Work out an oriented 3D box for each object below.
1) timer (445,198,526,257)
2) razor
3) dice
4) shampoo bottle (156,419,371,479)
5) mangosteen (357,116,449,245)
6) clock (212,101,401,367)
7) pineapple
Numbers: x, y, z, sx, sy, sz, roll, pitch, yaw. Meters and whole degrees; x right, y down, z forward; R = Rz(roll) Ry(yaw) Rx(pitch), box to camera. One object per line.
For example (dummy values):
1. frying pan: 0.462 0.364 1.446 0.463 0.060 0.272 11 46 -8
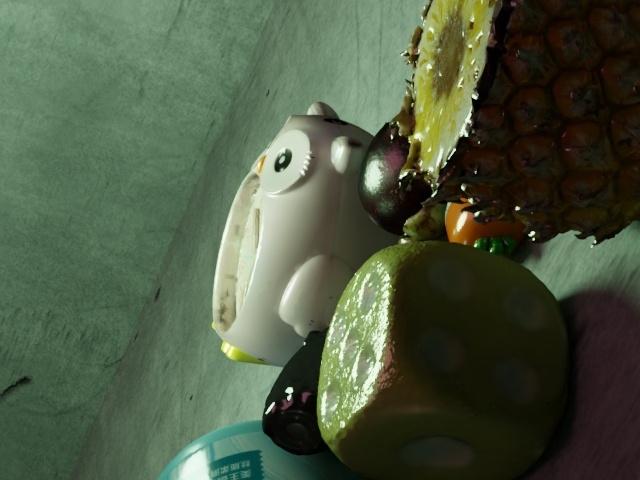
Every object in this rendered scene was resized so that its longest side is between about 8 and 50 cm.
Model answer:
1. timer: 0.214 -0.020 2.129 0.136 0.099 0.136 -169 90 -83
2. razor: 0.040 0.176 2.208 0.327 0.189 0.107 -50 -59 -70
3. dice: 0.143 0.152 1.954 0.227 0.238 0.233 131 150 -52
4. shampoo bottle: -0.063 0.456 2.145 0.342 0.331 0.331 -101 33 -60
5. mangosteen: 0.150 -0.064 2.267 0.194 0.194 0.230 -46 58 55
6. clock: 0.000 0.000 2.514 0.368 0.250 0.376 -122 45 -68
7. pineapple: 0.255 -0.164 1.811 0.352 0.300 0.352 -163 90 -71
